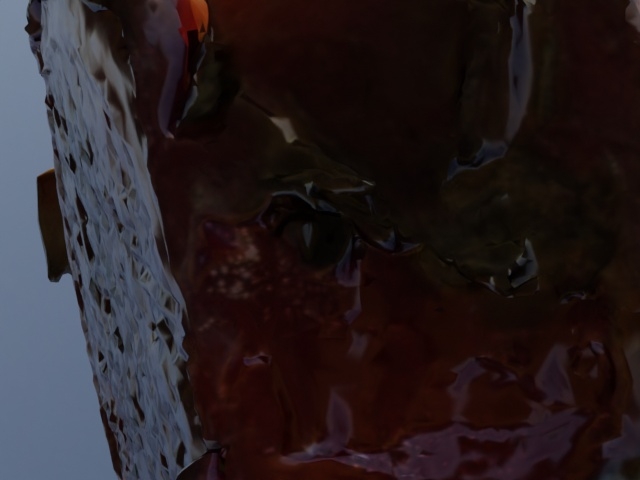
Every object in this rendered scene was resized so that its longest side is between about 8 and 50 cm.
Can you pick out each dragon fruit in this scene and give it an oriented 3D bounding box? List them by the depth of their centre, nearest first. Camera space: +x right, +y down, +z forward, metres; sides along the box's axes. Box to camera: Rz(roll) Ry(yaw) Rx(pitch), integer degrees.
[{"bbox_3d":[0.000,0.000,0.426,0.147,0.282,0.211,-10,-154,-2],"label":"dragon fruit"}]
